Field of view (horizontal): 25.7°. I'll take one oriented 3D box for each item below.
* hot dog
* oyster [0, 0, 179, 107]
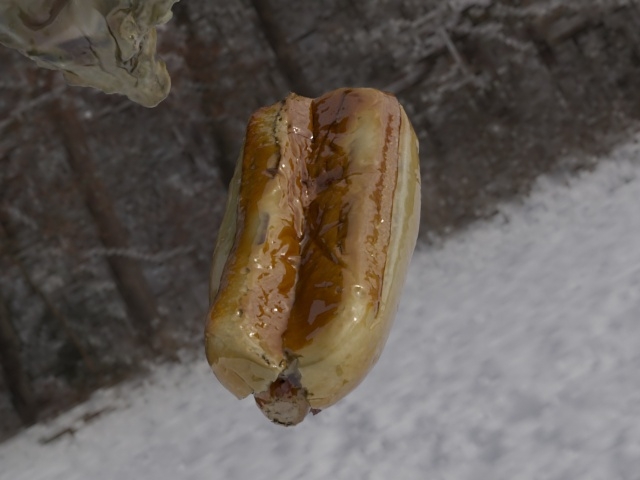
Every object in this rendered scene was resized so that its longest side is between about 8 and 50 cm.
[{"bbox_3d":[0.000,0.000,0.696,0.102,0.076,0.249,-9,35,11],"label":"hot dog"},{"bbox_3d":[-0.160,-0.241,0.780,0.221,0.361,0.096,-17,28,45],"label":"oyster"}]
